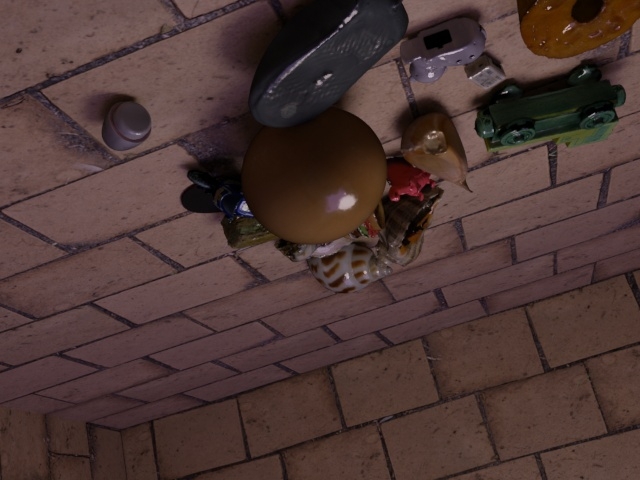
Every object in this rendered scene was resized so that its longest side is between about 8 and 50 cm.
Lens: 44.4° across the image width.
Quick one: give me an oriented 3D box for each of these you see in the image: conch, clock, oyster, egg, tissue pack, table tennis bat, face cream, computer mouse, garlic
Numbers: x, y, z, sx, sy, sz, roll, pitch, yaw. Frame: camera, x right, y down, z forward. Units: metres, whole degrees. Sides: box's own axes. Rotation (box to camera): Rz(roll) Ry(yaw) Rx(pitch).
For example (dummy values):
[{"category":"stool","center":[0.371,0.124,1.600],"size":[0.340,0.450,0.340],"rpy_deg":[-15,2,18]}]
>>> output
[{"category":"conch","center":[0.231,-0.049,2.295],"size":[0.210,0.158,0.292],"rpy_deg":[9,109,-59]},{"category":"clock","center":[0.258,-0.385,1.620],"size":[0.176,0.080,0.117],"rpy_deg":[-18,156,11]},{"category":"oyster","center":[0.000,0.000,2.356],"size":[0.214,0.083,0.222],"rpy_deg":[-25,161,31]},{"category":"egg","center":[-0.015,-0.141,1.708],"size":[0.300,0.301,0.374],"rpy_deg":[-5,179,-22]},{"category":"tissue pack","center":[0.368,-0.376,1.754],"size":[0.062,0.042,0.083],"rpy_deg":[-31,152,31]},{"category":"table tennis bat","center":[-0.207,-0.123,2.021],"size":[0.300,0.023,0.173],"rpy_deg":[-10,156,-9]},{"category":"face cream","center":[-0.392,-0.228,1.581],"size":[0.091,0.091,0.095],"rpy_deg":[5,158,-39]},{"category":"conch","center":[0.096,0.091,2.532],"size":[0.274,0.149,0.182],"rpy_deg":[-21,161,20]},{"category":"computer mouse","center":[0.005,-0.361,1.476],"size":[0.370,0.122,0.188],"rpy_deg":[-35,154,26]},{"category":"garlic","center":[0.287,-0.217,1.911],"size":[0.145,0.164,0.245],"rpy_deg":[-42,142,10]}]

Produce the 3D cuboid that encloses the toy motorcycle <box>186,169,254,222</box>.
[{"category":"toy motorcycle","center":[-0.171,-0.092,1.896],"size":[0.315,0.169,0.113],"rpy_deg":[19,108,-33]}]

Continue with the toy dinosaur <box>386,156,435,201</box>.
[{"category":"toy dinosaur","center":[0.239,-0.187,2.050],"size":[0.286,0.138,0.070],"rpy_deg":[-44,154,-41]}]

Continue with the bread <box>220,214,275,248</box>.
[{"category":"bread","center":[-0.154,-0.048,2.092],"size":[0.196,0.102,0.138],"rpy_deg":[-14,175,-22]}]

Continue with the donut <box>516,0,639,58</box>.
[{"category":"donut","center":[0.499,-0.478,1.512],"size":[0.277,0.109,0.278],"rpy_deg":[-12,157,-5]}]

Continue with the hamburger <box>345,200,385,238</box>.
[{"category":"hamburger","center":[0.092,-0.082,2.123],"size":[0.136,0.175,0.175],"rpy_deg":[-13,158,14]}]

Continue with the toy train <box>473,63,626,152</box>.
[{"category":"toy train","center":[0.549,-0.298,1.928],"size":[0.368,0.151,0.237],"rpy_deg":[-12,163,-1]}]
